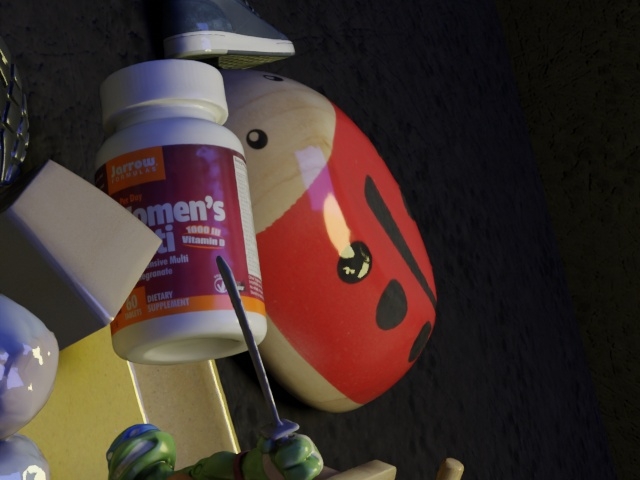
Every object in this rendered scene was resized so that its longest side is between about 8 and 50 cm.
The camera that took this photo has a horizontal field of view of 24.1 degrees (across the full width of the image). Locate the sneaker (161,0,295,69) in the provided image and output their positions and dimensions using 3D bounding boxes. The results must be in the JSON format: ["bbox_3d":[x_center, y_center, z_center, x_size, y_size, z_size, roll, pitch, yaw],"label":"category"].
[{"bbox_3d":[-0.103,-0.267,1.601,0.226,0.086,0.163,-3,82,-66],"label":"sneaker"}]

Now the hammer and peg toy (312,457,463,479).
[{"bbox_3d":[0.003,0.312,1.312,0.361,0.127,0.266,3,105,-72],"label":"hammer and peg toy"}]

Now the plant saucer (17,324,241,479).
[{"bbox_3d":[-0.186,0.135,1.170,0.333,0.081,0.332,-21,95,-67],"label":"plant saucer"}]

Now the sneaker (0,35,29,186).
[{"bbox_3d":[-0.300,-0.112,0.920,0.283,0.124,0.107,39,51,-54],"label":"sneaker"}]

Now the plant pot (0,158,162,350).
[{"bbox_3d":[-0.190,0.012,1.009,0.096,0.109,0.109,53,29,-18],"label":"plant pot"}]

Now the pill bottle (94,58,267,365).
[{"bbox_3d":[-0.114,-0.021,1.173,0.121,0.121,0.221,23,55,-62],"label":"pill bottle"}]

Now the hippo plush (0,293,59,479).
[{"bbox_3d":[-0.288,0.086,0.757,0.236,0.234,0.294,-20,108,-60],"label":"hippo plush"}]

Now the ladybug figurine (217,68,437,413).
[{"bbox_3d":[0.000,0.000,1.578,0.449,0.162,0.305,55,30,-40],"label":"ladybug figurine"}]

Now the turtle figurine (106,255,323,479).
[{"bbox_3d":[-0.080,0.213,0.978,0.266,0.198,0.274,48,-30,22],"label":"turtle figurine"}]
